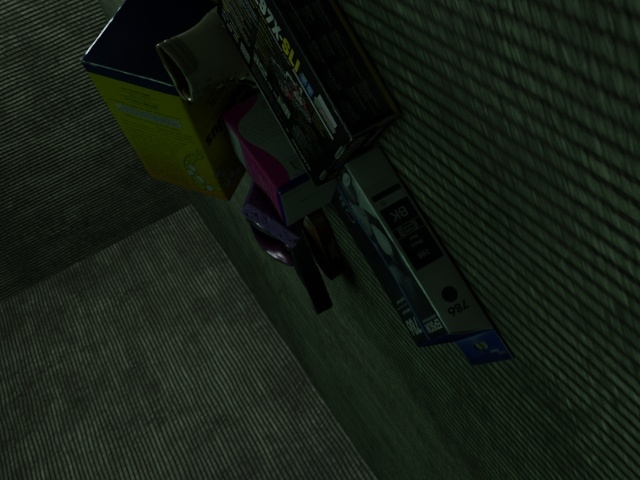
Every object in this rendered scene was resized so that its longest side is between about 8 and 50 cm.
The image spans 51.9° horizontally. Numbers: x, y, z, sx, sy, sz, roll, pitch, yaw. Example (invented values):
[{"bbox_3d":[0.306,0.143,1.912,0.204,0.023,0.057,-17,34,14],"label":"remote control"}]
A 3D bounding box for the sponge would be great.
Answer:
[{"bbox_3d":[-0.083,-0.073,1.256,0.117,0.031,0.210,33,-155,-14],"label":"sponge"}]

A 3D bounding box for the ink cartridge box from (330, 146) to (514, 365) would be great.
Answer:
[{"bbox_3d":[0.130,0.043,0.930,0.333,0.065,0.165,58,166,10],"label":"ink cartridge box"}]

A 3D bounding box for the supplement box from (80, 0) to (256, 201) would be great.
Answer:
[{"bbox_3d":[-0.256,-0.266,1.254,0.195,0.194,0.356,18,156,16],"label":"supplement box"}]

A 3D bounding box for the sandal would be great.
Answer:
[{"bbox_3d":[-0.098,-0.014,1.483,0.168,0.107,0.446,70,176,-46],"label":"sandal"}]

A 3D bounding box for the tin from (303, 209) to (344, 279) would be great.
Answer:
[{"bbox_3d":[0.000,0.000,1.399,0.106,0.040,0.190,39,156,50],"label":"tin"}]

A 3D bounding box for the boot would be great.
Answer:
[{"bbox_3d":[-0.139,-0.258,1.045,0.213,0.165,0.077,52,154,-9],"label":"boot"}]

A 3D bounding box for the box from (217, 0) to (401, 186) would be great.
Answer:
[{"bbox_3d":[-0.033,-0.251,0.894,0.322,0.079,0.257,60,166,3],"label":"box"}]

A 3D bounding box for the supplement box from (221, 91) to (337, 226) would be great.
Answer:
[{"bbox_3d":[-0.074,-0.153,1.181,0.220,0.111,0.114,55,167,28],"label":"supplement box"}]
